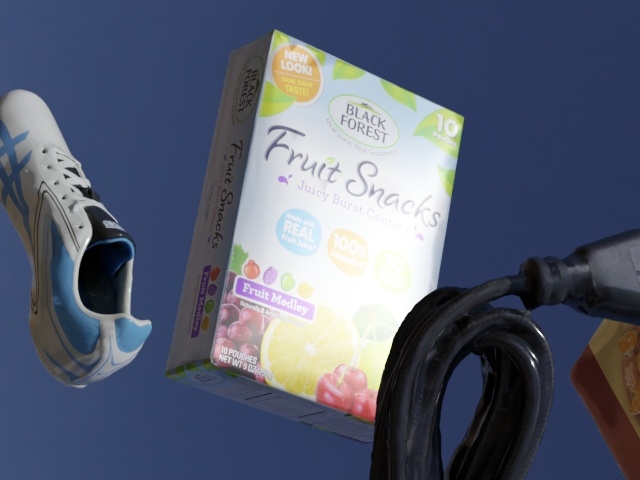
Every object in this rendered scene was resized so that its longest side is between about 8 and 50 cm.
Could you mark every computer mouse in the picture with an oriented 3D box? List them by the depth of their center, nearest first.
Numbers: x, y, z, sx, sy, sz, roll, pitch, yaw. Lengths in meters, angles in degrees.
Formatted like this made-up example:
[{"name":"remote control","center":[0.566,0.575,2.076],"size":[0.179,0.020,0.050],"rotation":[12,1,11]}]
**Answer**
[{"name":"computer mouse","center":[0.119,0.087,0.493],"size":[0.060,0.262,0.184],"rotation":[-151,-114,-73]}]

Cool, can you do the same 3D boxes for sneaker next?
[{"name":"sneaker","center":[-0.172,-0.011,1.325],"size":[0.086,0.085,0.237],"rotation":[-30,-120,17]}]

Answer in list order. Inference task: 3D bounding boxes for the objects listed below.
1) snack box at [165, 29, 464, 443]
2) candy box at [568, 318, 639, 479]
[{"name":"snack box","center":[0.000,0.000,0.770],"size":[0.037,0.100,0.141],"rotation":[-17,-123,52]},{"name":"candy box","center":[0.320,0.132,1.114],"size":[0.087,0.316,0.183],"rotation":[-61,-148,29]}]
